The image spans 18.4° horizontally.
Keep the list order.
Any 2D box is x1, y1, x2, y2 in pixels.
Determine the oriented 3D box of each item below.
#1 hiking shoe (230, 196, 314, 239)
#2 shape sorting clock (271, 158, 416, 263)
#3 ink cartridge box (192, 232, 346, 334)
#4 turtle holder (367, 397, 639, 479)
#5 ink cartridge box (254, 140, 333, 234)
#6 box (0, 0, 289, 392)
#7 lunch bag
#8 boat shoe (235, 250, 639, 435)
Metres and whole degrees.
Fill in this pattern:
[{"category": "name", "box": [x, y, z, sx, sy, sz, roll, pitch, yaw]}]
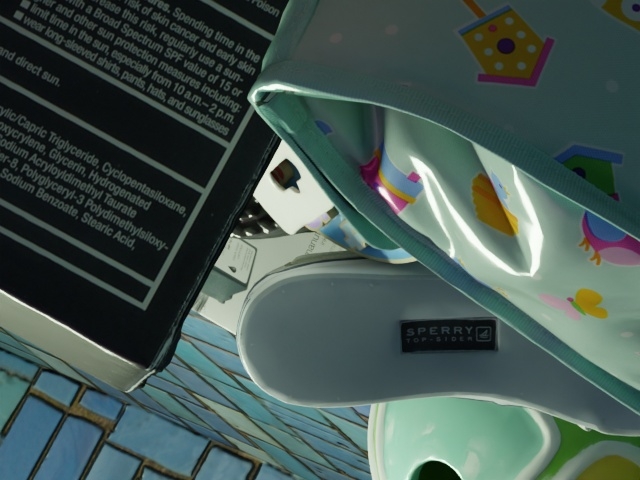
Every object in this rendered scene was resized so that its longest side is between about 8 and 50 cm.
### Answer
[{"category": "hiking shoe", "box": [-0.005, -0.040, 1.425, 0.227, 0.086, 0.114, 10, -173, 29]}, {"category": "shape sorting clock", "box": [0.004, -0.070, 1.273, 0.206, 0.040, 0.206, 30, 141, 27]}, {"category": "ink cartridge box", "box": [-0.057, -0.007, 1.526, 0.190, 0.140, 0.082, 28, -170, 15]}, {"category": "turtle holder", "box": [0.188, 0.177, 1.594, 0.320, 0.227, 0.243, 26, 166, 9]}, {"category": "ink cartridge box", "box": [-0.156, -0.107, 1.258, 0.353, 0.119, 0.207, 46, 165, -3]}, {"category": "box", "box": [-0.150, -0.120, 1.018, 0.296, 0.294, 0.183, 29, 169, -5]}, {"category": "lunch bag", "box": [0.119, -0.078, 0.796, 0.262, 0.223, 0.160, 31, 159, -10]}, {"category": "boat shoe", "box": [0.126, 0.058, 1.398, 0.367, 0.136, 0.156, -1, -166, 0]}]
